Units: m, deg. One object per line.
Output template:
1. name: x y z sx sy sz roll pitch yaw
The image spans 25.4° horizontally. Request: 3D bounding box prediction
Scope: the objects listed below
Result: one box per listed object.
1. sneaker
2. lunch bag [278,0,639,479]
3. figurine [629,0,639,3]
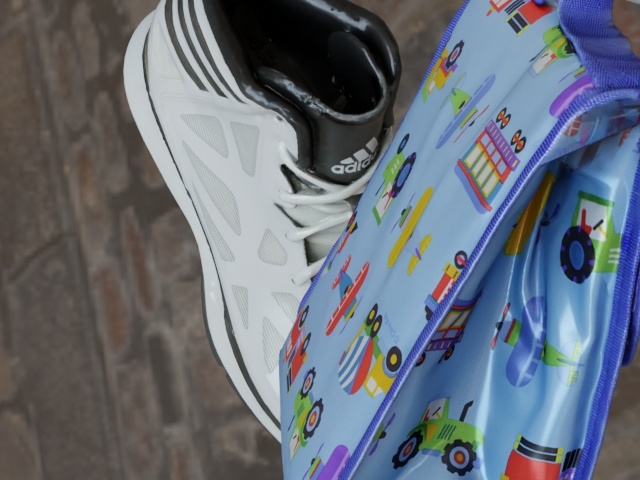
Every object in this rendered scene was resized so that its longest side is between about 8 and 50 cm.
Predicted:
1. sneaker: -0.001 0.000 1.026 0.447 0.169 0.257 62 163 0
2. lunch bag: 0.079 -0.001 0.708 0.221 0.138 0.293 -98 22 -66
3. figurine: 0.197 -0.192 0.904 0.092 0.209 0.215 -52 36 9
